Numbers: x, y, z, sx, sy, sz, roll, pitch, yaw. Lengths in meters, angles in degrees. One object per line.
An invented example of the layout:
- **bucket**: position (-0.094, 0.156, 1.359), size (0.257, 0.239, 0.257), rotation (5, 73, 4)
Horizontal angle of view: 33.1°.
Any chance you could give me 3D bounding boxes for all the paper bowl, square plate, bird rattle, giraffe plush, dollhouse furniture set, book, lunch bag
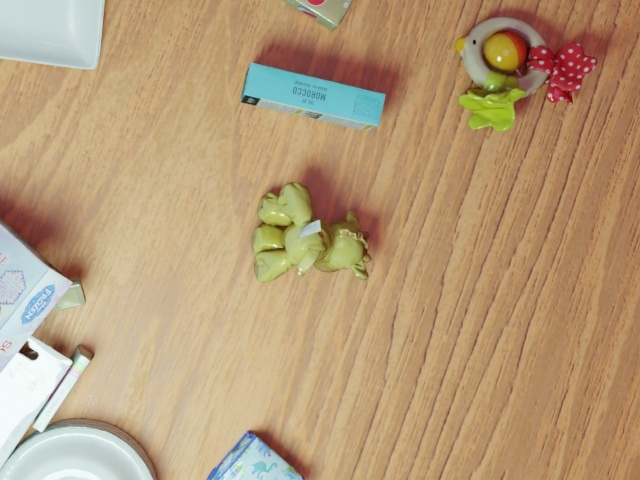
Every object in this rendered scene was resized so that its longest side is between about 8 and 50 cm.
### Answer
- **paper bowl**: position (-0.420, 0.456, 1.838), size (0.284, 0.148, 0.284), rotation (0, 91, -7)
- **square plate**: position (-0.528, -0.475, 1.795), size (0.347, 0.049, 0.344), rotation (3, 107, -23)
- **bird rattle**: position (0.360, -0.322, 1.955), size (0.253, 0.143, 0.207), rotation (-29, 78, -10)
- **giraffe plush**: position (0.000, 0.000, 1.896), size (0.170, 0.210, 0.181), rotation (13, 85, -37)
- **dollhouse furniture set**: position (-0.490, 0.143, 1.869), size (0.181, 0.101, 0.161), rotation (-13, 117, -8)
- **book**: position (-0.446, 0.255, 1.855), size (0.035, 0.096, 0.144), rotation (34, 86, -10)
- **lunch bag**: position (-0.127, 0.437, 1.905), size (0.129, 0.096, 0.151), rotation (42, 75, -7)

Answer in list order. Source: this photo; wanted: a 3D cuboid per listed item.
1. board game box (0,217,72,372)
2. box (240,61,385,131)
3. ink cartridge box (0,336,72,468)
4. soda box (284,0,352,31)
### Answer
- **board game box**: position (-0.605, 0.104, 1.753), size (0.318, 0.066, 0.318), rotation (36, 85, 34)
- **box**: position (-0.016, -0.253, 1.910), size (0.244, 0.100, 0.060), rotation (12, 88, -9)
- **ink cartridge box**: position (-0.555, 0.248, 1.805), size (0.181, 0.056, 0.225), rotation (35, 81, -15)
- **soda box**: position (-0.036, -0.449, 1.923), size (0.181, 0.061, 0.058), rotation (30, 87, -7)
